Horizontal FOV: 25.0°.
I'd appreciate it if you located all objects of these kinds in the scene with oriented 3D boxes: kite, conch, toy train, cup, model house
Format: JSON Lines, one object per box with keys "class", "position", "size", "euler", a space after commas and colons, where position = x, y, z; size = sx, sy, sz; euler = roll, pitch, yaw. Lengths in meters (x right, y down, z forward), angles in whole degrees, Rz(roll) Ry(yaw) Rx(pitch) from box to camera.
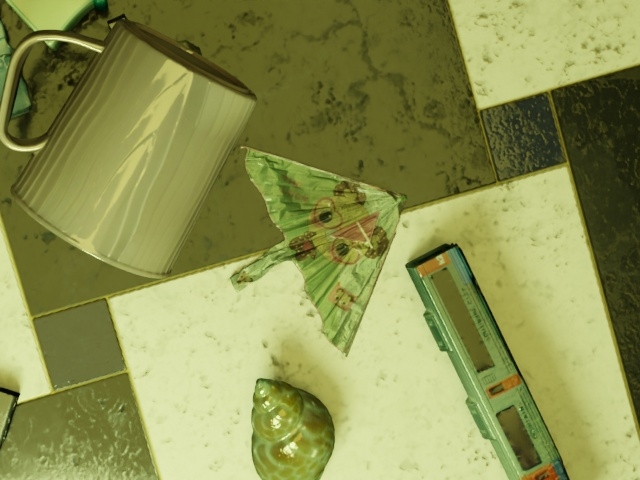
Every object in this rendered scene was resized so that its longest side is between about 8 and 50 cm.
{"class": "kite", "position": [0.000, 0.000, 1.957], "size": [0.267, 0.013, 0.323], "euler": [-25, 95, -6]}
{"class": "conch", "position": [-0.039, 0.263, 1.922], "size": [0.116, 0.106, 0.173], "euler": [16, 105, 11]}
{"class": "toy train", "position": [0.234, 0.200, 1.957], "size": [0.089, 0.086, 0.409], "euler": [-26, 96, -4]}
{"class": "cup", "position": [-0.255, -0.131, 1.811], "size": [0.288, 0.208, 0.273], "euler": [33, 99, 10]}
{"class": "model house", "position": [-0.333, -0.336, 1.856], "size": [0.149, 0.100, 0.127], "euler": [-42, 97, -1]}

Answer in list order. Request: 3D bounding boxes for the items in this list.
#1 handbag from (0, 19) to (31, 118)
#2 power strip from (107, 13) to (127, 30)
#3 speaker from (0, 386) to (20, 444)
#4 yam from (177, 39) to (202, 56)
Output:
{"class": "handbag", "position": [-0.474, -0.249, 1.868], "size": [0.144, 0.057, 0.221], "euler": [-20, 95, -10]}
{"class": "power strip", "position": [-0.249, -0.242, 1.902], "size": [0.029, 0.038, 0.111], "euler": [-23, 94, -4]}
{"class": "speaker", "position": [-0.466, 0.294, 1.898], "size": [0.082, 0.044, 0.218], "euler": [17, 91, -8]}
{"class": "yam", "position": [-0.172, -0.217, 1.911], "size": [0.043, 0.043, 0.094], "euler": [-11, 94, -6]}
